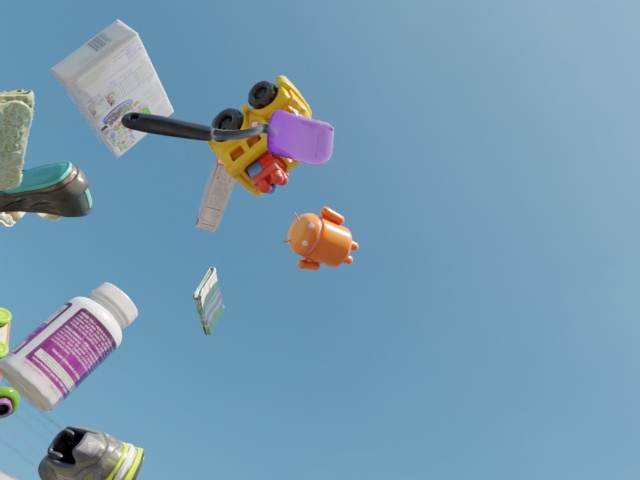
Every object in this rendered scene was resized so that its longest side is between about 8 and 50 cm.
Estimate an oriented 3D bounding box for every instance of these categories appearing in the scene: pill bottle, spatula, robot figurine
[{"bbox_3d":[-0.593,0.245,1.349,0.169,0.301,0.169,24,-39,22],"label":"pill bottle"},{"bbox_3d":[-0.130,-0.152,0.783,0.297,0.084,0.030,5,-31,0],"label":"spatula"},{"bbox_3d":[-0.001,0.002,1.581,0.219,0.128,0.158,23,-49,-30],"label":"robot figurine"}]

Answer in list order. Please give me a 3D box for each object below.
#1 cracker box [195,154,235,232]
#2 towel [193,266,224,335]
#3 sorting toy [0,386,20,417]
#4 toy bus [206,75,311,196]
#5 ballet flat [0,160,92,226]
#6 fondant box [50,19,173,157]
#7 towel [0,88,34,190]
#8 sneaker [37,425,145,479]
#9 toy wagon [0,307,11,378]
[{"bbox_3d":[-0.294,-0.161,1.613,0.067,0.155,0.232,16,-54,-18],"label":"cracker box"},{"bbox_3d":[-0.284,0.158,1.453,0.023,0.113,0.152,7,-48,16],"label":"towel"},{"bbox_3d":[-0.487,0.262,0.814,0.042,0.102,0.061,26,-42,52],"label":"sorting toy"},{"bbox_3d":[-0.102,-0.194,1.147,0.220,0.211,0.149,-37,-38,9],"label":"toy bus"},{"bbox_3d":[-0.475,-0.066,0.870,0.281,0.095,0.096,5,-41,21],"label":"ballet flat"},{"bbox_3d":[-0.590,-0.430,1.631,0.096,0.238,0.330,37,-18,21],"label":"fondant box"},{"bbox_3d":[-0.332,-0.085,0.529,0.027,0.110,0.148,57,-43,12],"label":"towel"},{"bbox_3d":[-0.434,0.382,0.999,0.300,0.111,0.121,-22,-60,38],"label":"sneaker"},{"bbox_3d":[-1.005,0.315,1.682,0.068,0.344,0.267,23,-56,-39],"label":"toy wagon"}]
